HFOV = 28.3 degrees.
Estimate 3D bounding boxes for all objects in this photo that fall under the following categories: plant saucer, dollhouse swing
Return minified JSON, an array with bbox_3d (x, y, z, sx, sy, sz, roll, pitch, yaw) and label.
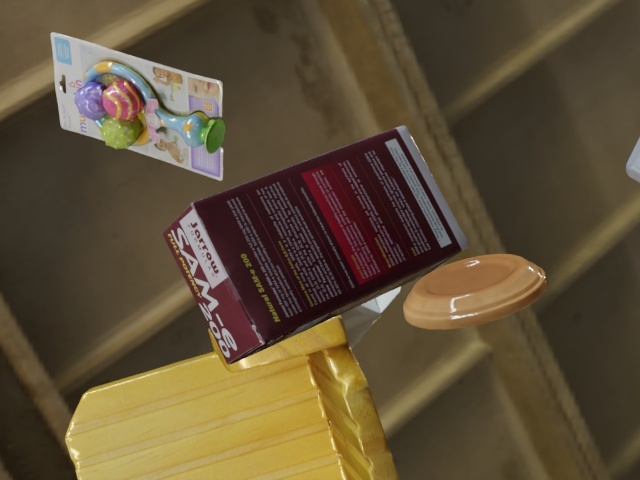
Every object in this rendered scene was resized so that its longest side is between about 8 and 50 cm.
[{"bbox_3d":[0.205,0.063,1.714,0.200,0.200,0.037,-33,-67,-46],"label":"plant saucer"},{"bbox_3d":[-0.088,0.272,1.291,0.305,0.315,0.347,-18,-86,-8],"label":"dollhouse swing"}]

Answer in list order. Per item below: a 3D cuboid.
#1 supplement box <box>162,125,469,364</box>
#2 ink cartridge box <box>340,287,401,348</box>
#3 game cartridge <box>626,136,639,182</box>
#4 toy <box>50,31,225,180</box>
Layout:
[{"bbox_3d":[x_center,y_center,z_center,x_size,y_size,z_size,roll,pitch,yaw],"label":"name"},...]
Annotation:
[{"bbox_3d":[0.000,0.000,1.096,0.239,0.073,0.130,-22,-99,-35],"label":"supplement box"},{"bbox_3d":[0.009,0.077,1.456,0.061,0.181,0.104,25,-151,-27],"label":"ink cartridge box"},{"bbox_3d":[0.281,-0.127,0.868,0.294,0.060,0.196,-31,-37,-65],"label":"game cartridge"},{"bbox_3d":[-0.227,-0.150,1.503,0.056,0.237,0.137,-53,-27,-48],"label":"toy"}]
